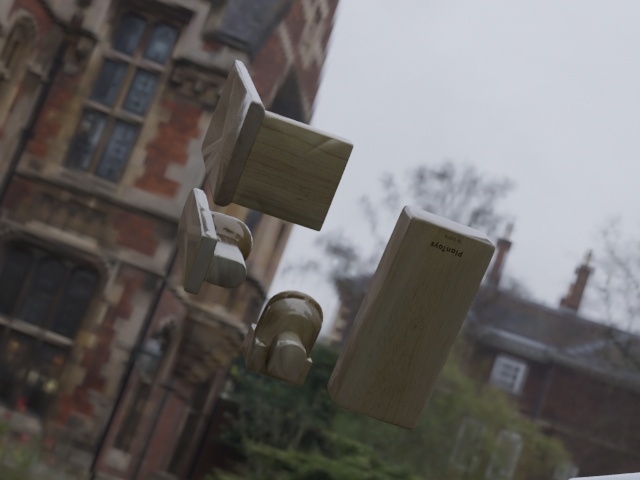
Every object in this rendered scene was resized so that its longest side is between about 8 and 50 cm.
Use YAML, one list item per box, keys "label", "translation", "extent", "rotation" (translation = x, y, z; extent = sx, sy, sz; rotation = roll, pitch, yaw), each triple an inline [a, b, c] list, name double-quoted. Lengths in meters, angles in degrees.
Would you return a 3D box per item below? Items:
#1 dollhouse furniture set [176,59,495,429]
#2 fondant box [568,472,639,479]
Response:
- label: "dollhouse furniture set"
  translation: [0.000, 0.000, 0.772]
  extent: [0.151, 0.144, 0.123]
  rotation: [19, 14, -14]
- label: "fondant box"
  translation: [0.347, 0.371, 1.211]
  extent: [0.238, 0.330, 0.096]
  rotation: [-2, -26, -18]
